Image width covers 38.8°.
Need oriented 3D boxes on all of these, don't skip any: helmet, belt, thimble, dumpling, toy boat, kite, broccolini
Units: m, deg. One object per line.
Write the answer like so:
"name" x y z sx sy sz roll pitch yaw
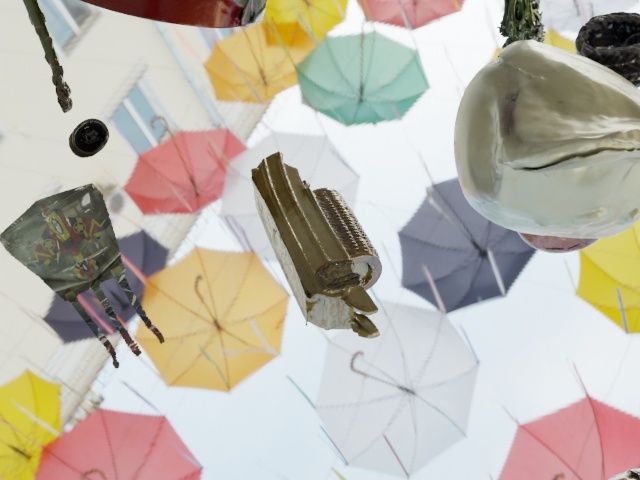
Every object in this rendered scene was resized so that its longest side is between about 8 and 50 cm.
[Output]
"helmet" -0.452 -0.198 1.762 0.084 0.065 0.049 -44 -162 -13
"belt" -0.212 -0.382 1.236 0.324 0.115 0.227 16 -150 9
"thimble" 0.371 -0.234 1.123 0.104 0.066 0.095 27 -116 39
"dumpling" 0.306 -0.117 1.011 0.315 0.395 0.233 -4 -88 11
"toy boat" 0.000 0.000 1.160 0.115 0.089 0.310 -16 -134 -11
"kite" -0.295 0.050 1.170 0.141 0.245 0.015 -28 -164 1
"broccolini" 0.329 -0.472 1.395 0.079 0.392 0.074 16 -144 23

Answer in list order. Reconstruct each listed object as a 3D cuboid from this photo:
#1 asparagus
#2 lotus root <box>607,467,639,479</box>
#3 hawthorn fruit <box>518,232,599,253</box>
"asparagus" -0.365 -0.269 1.194 0.024 0.025 0.248 -24 -112 -5
"lotus root" 0.315 0.364 0.819 0.183 0.183 0.310 0 -101 23
"hawthorn fruit" 0.349 -0.072 1.320 0.173 0.173 0.173 -12 -130 14
